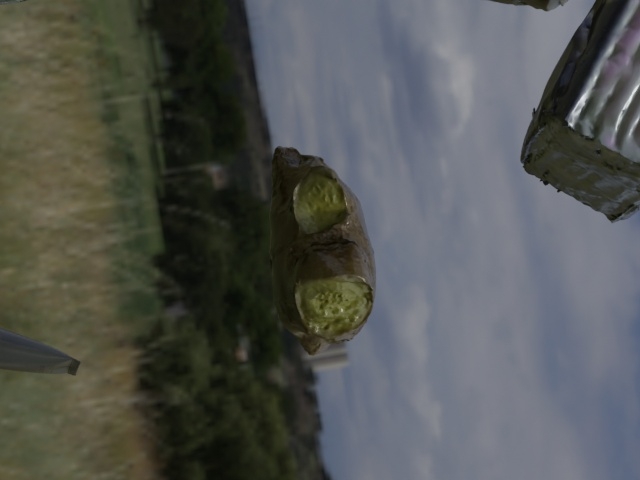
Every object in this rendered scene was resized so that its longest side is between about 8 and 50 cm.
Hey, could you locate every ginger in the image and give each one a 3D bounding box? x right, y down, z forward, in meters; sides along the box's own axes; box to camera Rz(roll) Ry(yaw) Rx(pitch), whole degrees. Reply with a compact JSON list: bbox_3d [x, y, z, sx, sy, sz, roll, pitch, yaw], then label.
[{"bbox_3d":[0.000,0.000,1.753,0.219,0.123,0.270,91,-4,-51],"label":"ginger"}]

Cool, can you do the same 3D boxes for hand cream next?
[{"bbox_3d":[-0.344,0.111,1.552,0.087,0.186,0.054,133,-29,-70],"label":"hand cream"}]

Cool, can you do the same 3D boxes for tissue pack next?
[{"bbox_3d":[0.293,-0.196,1.179,0.344,0.125,0.242,-60,174,-4],"label":"tissue pack"}]

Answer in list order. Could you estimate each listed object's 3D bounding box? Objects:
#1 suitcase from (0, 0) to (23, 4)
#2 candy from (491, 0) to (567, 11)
[{"bbox_3d":[-0.490,-0.444,1.945,0.351,0.339,0.194,-56,170,-38],"label":"suitcase"},{"bbox_3d":[0.165,-0.384,1.702,0.179,0.320,0.135,-65,148,-18],"label":"candy"}]
